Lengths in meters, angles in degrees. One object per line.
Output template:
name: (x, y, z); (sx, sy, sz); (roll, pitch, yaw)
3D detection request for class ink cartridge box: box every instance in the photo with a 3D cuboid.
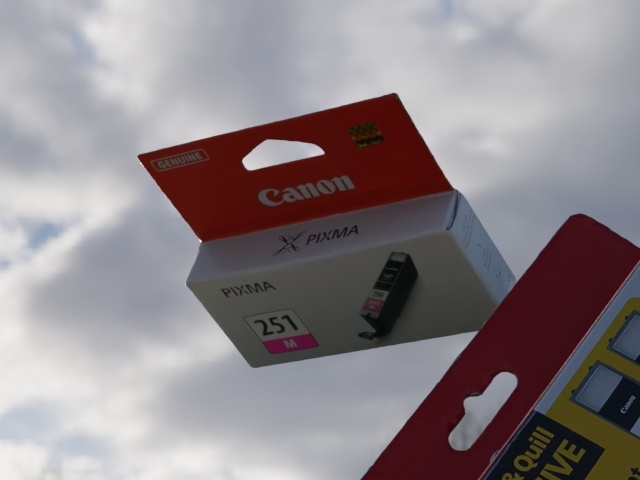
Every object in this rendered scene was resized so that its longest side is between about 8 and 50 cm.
ink cartridge box: (0.000, 0.000, 1.581); (0.275, 0.060, 0.239); (-11, -47, 30)
ink cartridge box: (0.177, 0.108, 0.877); (0.271, 0.309, 0.130); (30, -35, 16)
